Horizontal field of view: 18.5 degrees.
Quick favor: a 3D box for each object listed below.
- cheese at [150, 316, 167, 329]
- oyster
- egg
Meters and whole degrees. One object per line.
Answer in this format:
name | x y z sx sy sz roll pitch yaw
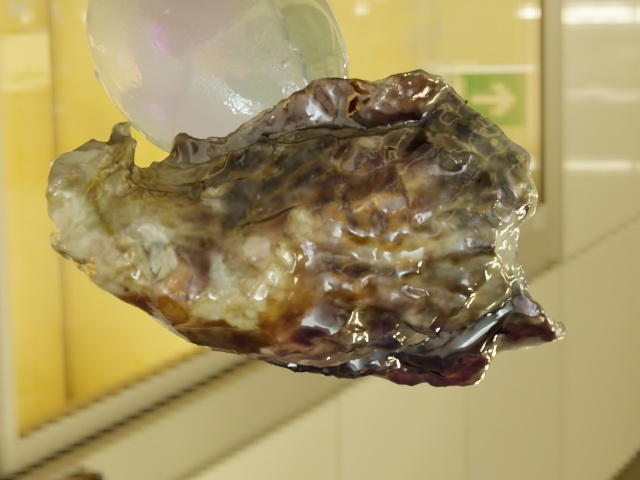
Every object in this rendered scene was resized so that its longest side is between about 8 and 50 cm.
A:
cheese | -0.128 0.010 1.968 0.189 0.154 0.198 39 166 -31
oyster | 0.000 0.003 1.192 0.271 0.275 0.100 -35 -173 9
egg | -0.072 -0.147 1.530 0.217 0.183 0.183 26 -155 36
